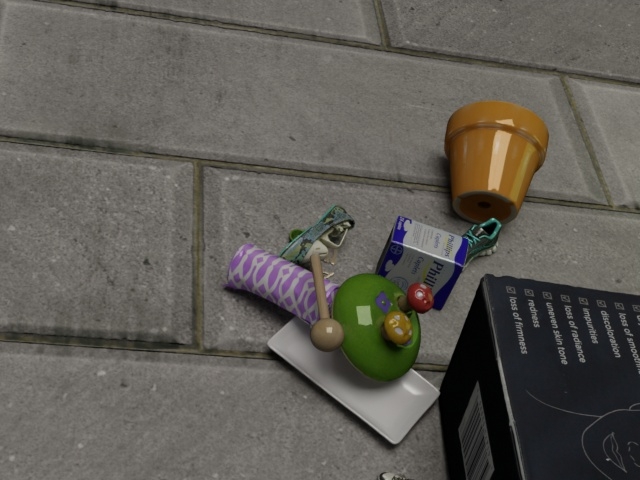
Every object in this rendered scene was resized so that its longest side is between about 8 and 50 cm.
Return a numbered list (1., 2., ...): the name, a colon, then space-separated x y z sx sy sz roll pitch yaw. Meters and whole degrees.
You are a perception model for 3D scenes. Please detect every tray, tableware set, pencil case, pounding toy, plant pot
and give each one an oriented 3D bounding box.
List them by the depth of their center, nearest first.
1. pounding toy: 0.100 0.117 1.597 0.237 0.110 0.183 24 54 -34
2. tray: 0.052 0.217 1.654 0.270 0.030 0.145 36 47 16
3. pencil case: -0.060 0.079 1.683 0.206 0.088 0.086 26 7 24
4. tableware set: -0.023 0.042 1.794 0.104 0.024 0.154 18 46 -2
5. plant pot: 0.338 -0.140 1.977 0.205 0.205 0.188 16 61 -4

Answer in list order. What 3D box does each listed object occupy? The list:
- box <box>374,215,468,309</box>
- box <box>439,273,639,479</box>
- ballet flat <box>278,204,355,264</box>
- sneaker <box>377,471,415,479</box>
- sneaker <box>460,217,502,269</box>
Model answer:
1. box: 0.178 0.041 1.790 0.137 0.126 0.072 18 44 -1
2. box: 0.452 0.332 1.454 0.472 0.297 0.480 7 40 -6
3. ballet flat: 0.000 0.000 1.783 0.070 0.070 0.188 35 50 14
4. sneaker: 0.129 0.373 1.532 0.083 0.037 0.032 24 48 6
5. sneaker: 0.282 0.003 1.895 0.166 0.076 0.065 -29 62 -36
